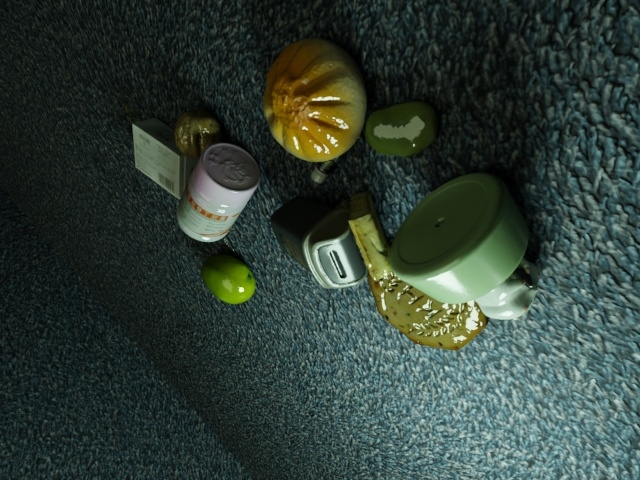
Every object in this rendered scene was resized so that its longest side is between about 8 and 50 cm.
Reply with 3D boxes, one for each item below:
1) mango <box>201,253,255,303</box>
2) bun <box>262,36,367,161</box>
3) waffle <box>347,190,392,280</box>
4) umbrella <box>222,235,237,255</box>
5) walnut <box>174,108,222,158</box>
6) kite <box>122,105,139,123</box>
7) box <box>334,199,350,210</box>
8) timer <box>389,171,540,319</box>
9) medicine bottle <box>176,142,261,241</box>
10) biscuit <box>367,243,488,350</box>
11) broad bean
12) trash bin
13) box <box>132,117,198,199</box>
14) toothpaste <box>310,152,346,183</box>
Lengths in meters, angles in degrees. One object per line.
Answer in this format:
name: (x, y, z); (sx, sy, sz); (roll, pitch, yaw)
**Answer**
mango: (-0.376, 0.144, 1.644); (0.273, 0.149, 0.186); (29, 134, 29)
bun: (-0.036, -0.340, 1.016); (0.298, 0.164, 0.299); (14, 115, 32)
waffle: (0.127, -0.022, 1.052); (0.057, 0.274, 0.168); (-20, 104, 11)
umbrella: (-0.400, -0.052, 1.616); (0.269, 0.044, 0.044); (60, 164, -9)
walnut: (-0.400, -0.347, 1.359); (0.166, 0.149, 0.167); (1, 120, 1)
kite: (-0.747, -0.499, 1.644); (0.122, 0.004, 0.090); (52, 136, 1)
box: (0.060, -0.076, 1.226); (0.054, 0.024, 0.083); (55, 137, 1)
timer: (0.362, 0.055, 0.919); (0.315, 0.291, 0.290); (40, 139, -18)
medicine bottle: (-0.350, -0.153, 1.391); (0.202, 0.202, 0.316); (48, 137, 4)
biscuit: (0.293, 0.163, 1.172); (0.359, 0.046, 0.359); (22, 130, 29)
broad bean: (0.183, -0.257, 0.965); (0.174, 0.082, 0.125); (11, 121, 37)
trash bin: (0.000, 0.000, 1.169); (0.290, 0.182, 0.209); (30, 153, 48)
box: (-0.574, -0.307, 1.545); (0.260, 0.111, 0.195); (36, 134, 19)
toothpaste: (0.035, -0.241, 1.132); (0.071, 0.045, 0.193); (46, 130, 9)
